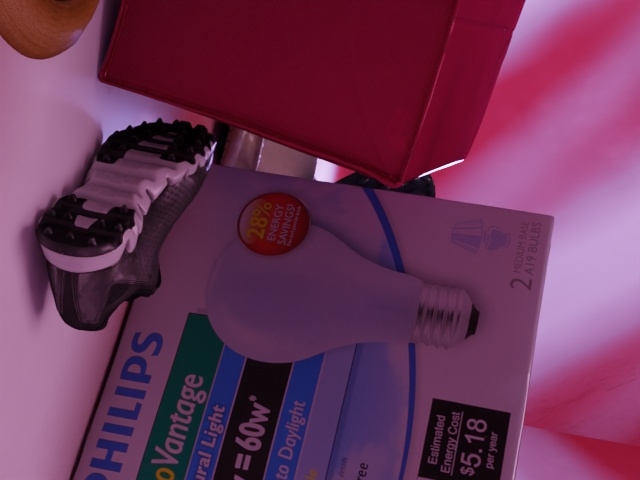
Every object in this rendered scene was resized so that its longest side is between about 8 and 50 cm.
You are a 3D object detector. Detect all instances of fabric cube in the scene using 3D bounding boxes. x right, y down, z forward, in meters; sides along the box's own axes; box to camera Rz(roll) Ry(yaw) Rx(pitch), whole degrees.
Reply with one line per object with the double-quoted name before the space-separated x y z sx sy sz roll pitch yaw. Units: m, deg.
"fabric cube" 0.019 -0.206 0.928 0.258 0.254 0.259 -27 137 -71

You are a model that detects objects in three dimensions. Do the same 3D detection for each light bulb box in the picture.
"light bulb box" 0.006 0.148 1.079 0.225 0.361 0.358 81 20 -60

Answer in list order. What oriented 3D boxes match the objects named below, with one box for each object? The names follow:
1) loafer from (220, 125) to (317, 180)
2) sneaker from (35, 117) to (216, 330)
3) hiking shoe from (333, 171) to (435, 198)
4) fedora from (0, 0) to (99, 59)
"loafer" -0.051 -0.092 1.344 0.268 0.092 0.102 61 38 -77
"sneaker" -0.145 -0.013 0.886 0.234 0.078 0.106 -60 161 -57
"hiking shoe" 0.000 0.000 1.383 0.113 0.304 0.132 53 9 -11
"fedora" -0.162 -0.183 0.558 0.194 0.079 0.194 1 90 -78
